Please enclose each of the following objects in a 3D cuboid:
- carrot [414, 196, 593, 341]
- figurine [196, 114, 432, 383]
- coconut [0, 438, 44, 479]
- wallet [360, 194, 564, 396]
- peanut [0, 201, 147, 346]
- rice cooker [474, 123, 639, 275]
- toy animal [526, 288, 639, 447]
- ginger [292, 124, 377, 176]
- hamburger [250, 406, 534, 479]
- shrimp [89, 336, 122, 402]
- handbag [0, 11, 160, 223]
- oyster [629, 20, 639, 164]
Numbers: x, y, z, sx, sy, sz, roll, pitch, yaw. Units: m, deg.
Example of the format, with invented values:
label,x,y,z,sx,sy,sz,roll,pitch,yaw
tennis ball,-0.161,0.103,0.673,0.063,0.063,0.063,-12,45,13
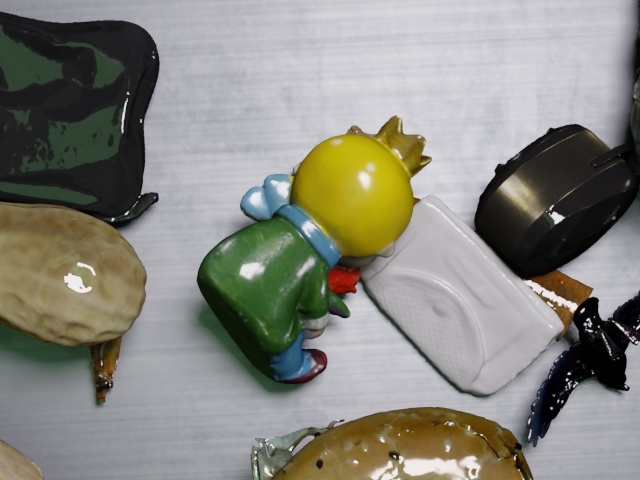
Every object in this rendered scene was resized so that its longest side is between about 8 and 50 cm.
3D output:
label,x,y,z,sx,sy,sz,roll,pitch,yaw
carrot,0.152,0.016,1.077,0.210,0.061,0.061,32,85,6
figurine,0.011,0.007,1.028,0.127,0.185,0.234,24,62,43
coconut,-0.372,0.284,0.920,0.353,0.352,0.352,0,84,-1
wallet,0.124,0.056,1.058,0.183,0.032,0.124,46,118,3
peanut,-0.299,0.014,1.014,0.298,0.136,0.120,14,90,-2
rice cooker,0.216,-0.039,1.041,0.106,0.112,0.165,40,50,16
toy animal,0.261,0.101,1.050,0.220,0.108,0.062,-43,60,-13
ginger,0.019,-0.067,1.089,0.137,0.044,0.057,-26,76,-5
hamburger,0.048,0.307,0.978,0.277,0.195,0.318,-5,82,-3
shrimp,-0.225,0.091,1.079,0.091,0.025,0.127,-6,80,-1
handbag,-0.308,-0.126,1.075,0.332,0.075,0.191,8,85,-1
oyster,0.343,-0.171,1.033,0.162,0.158,0.351,-27,48,36
